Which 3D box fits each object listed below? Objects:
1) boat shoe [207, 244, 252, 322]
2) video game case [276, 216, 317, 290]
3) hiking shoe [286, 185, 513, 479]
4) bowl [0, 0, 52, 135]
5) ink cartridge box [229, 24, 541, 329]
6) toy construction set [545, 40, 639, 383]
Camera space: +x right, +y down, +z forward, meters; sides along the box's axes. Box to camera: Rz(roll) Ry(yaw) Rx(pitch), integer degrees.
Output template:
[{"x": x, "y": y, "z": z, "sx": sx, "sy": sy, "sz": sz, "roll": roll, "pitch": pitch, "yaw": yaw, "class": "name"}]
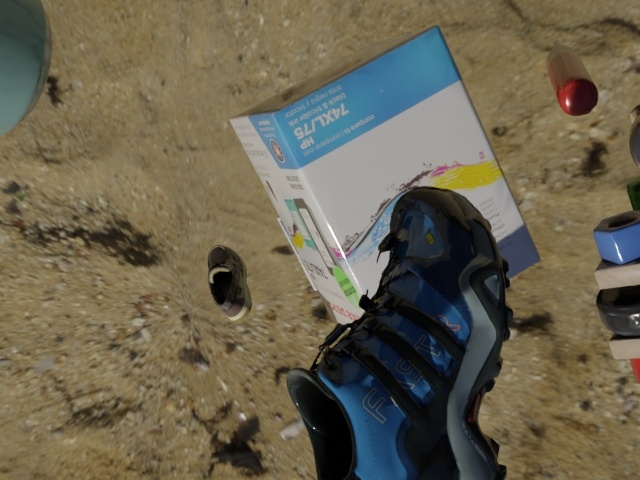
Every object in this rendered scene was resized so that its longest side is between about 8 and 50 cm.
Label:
[{"x": -0.139, "y": 0.053, "z": 1.391, "sx": 0.056, "sy": 0.152, "sz": 0.049, "roll": -38, "pitch": 132, "yaw": 8, "class": "boat shoe"}, {"x": 0.000, "y": 0.000, "z": 1.401, "sx": 0.087, "sy": 0.011, "sz": 0.122, "roll": -30, "pitch": 99, "yaw": -19, "class": "video game case"}, {"x": 0.048, "y": 0.077, "z": 0.630, "sx": 0.132, "sy": 0.113, "sz": 0.304, "roll": 14, "pitch": 51, "yaw": -12, "class": "hiking shoe"}, {"x": -0.494, "y": -0.269, "z": 1.351, "sx": 0.163, "sy": 0.311, "sz": 0.312, "roll": 10, "pitch": 84, "yaw": -41, "class": "bowl"}, {"x": 0.065, "y": -0.057, "z": 1.025, "sx": 0.197, "sy": 0.198, "sz": 0.270, "roll": -30, "pitch": 103, "yaw": -13, "class": "ink cartridge box"}, {"x": 0.283, "y": -0.043, "z": 0.680, "sx": 0.309, "sy": 0.237, "sz": 0.257, "roll": 42, "pitch": 111, "yaw": -9, "class": "toy construction set"}]
